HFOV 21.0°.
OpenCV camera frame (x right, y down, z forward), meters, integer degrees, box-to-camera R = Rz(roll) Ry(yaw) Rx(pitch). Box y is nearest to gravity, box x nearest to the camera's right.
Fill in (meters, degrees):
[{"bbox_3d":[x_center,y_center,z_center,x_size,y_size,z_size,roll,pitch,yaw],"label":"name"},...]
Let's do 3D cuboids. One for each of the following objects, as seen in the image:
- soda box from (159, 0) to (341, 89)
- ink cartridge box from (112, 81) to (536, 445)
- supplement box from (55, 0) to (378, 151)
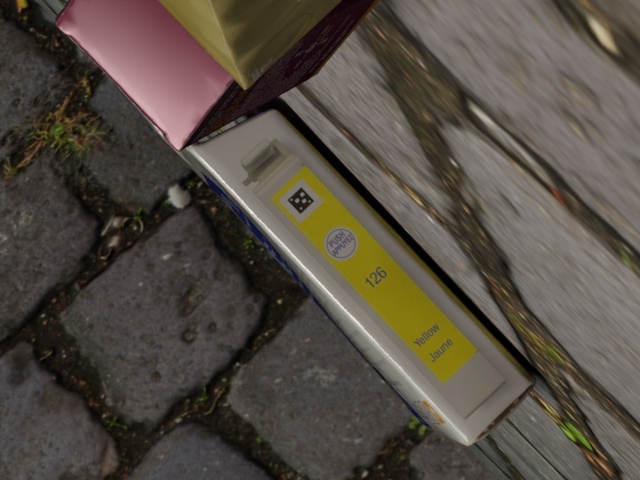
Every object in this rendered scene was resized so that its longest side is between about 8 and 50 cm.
[{"bbox_3d":[-0.021,-0.090,0.379,0.058,0.061,0.181,46,177,7],"label":"soda box"},{"bbox_3d":[0.000,0.000,1.143,0.307,0.072,0.303,49,178,2],"label":"ink cartridge box"},{"bbox_3d":[-0.028,-0.070,0.513,0.055,0.043,0.083,47,-143,5],"label":"supplement box"}]
